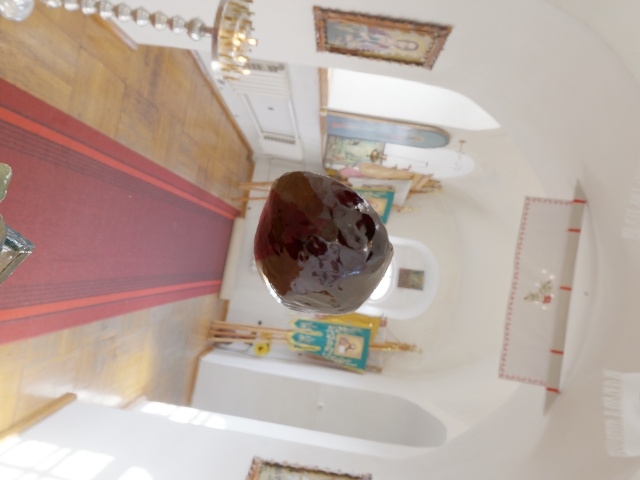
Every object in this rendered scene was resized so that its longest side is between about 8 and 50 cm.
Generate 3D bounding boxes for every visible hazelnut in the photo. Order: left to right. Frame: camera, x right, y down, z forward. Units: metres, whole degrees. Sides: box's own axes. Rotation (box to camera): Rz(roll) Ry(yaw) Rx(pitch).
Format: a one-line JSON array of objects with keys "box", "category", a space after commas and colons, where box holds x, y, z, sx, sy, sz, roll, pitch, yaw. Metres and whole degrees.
[{"box": [0.007, 0.004, 0.584, 0.202, 0.170, 0.161, 120, -16, -53], "category": "hazelnut"}]

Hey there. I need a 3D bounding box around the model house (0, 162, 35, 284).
[{"box": [-0.445, -0.041, 0.559, 0.194, 0.267, 0.325, -40, -158, 26], "category": "model house"}]
